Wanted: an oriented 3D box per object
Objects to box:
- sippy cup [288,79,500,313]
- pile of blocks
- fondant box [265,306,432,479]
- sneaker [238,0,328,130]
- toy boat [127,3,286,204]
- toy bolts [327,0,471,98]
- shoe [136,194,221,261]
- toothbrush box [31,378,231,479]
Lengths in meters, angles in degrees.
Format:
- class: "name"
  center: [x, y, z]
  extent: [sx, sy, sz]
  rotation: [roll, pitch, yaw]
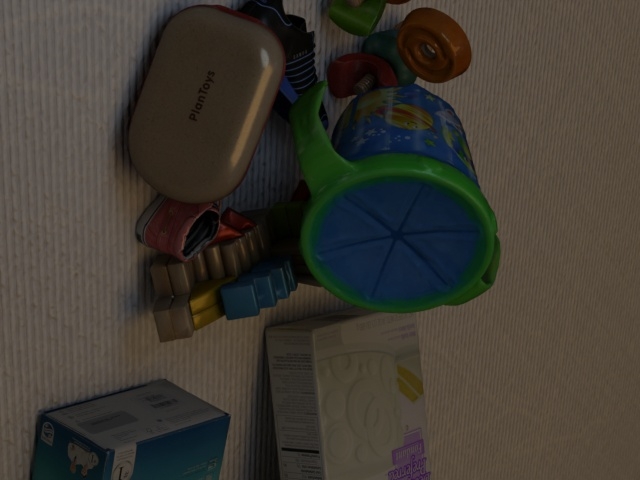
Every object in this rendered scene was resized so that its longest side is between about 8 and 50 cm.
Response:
- class: "sippy cup"
  center: [0.096, -0.068, 1.961]
  extent: [0.224, 0.240, 0.305]
  rotation: [-87, 170, -48]
- class: "pile of blocks"
  center: [-0.070, 0.005, 2.000]
  extent: [0.362, 0.149, 0.112]
  rotation: [-32, 118, -41]
- class: "fondant box"
  center: [0.047, 0.267, 2.255]
  extent: [0.238, 0.096, 0.330]
  rotation: [-11, 98, -49]
- class: "sneaker"
  center: [-0.034, -0.217, 1.974]
  extent: [0.090, 0.081, 0.232]
  rotation: [-51, 142, -11]
- class: "toy boat"
  center: [-0.130, -0.155, 1.865]
  extent: [0.151, 0.151, 0.231]
  rotation: [-10, 122, -82]
- class: "toy bolts"
  center: [0.122, -0.276, 2.060]
  extent: [0.158, 0.218, 0.228]
  rotation: [-46, 159, -35]
- class: "shoe"
  center: [-0.143, -0.055, 1.928]
  extent: [0.178, 0.081, 0.063]
  rotation: [-55, 143, -15]
- class: "toothbrush box"
  center: [-0.249, 0.346, 1.985]
  extent: [0.216, 0.126, 0.295]
  rotation: [-12, 119, -49]
